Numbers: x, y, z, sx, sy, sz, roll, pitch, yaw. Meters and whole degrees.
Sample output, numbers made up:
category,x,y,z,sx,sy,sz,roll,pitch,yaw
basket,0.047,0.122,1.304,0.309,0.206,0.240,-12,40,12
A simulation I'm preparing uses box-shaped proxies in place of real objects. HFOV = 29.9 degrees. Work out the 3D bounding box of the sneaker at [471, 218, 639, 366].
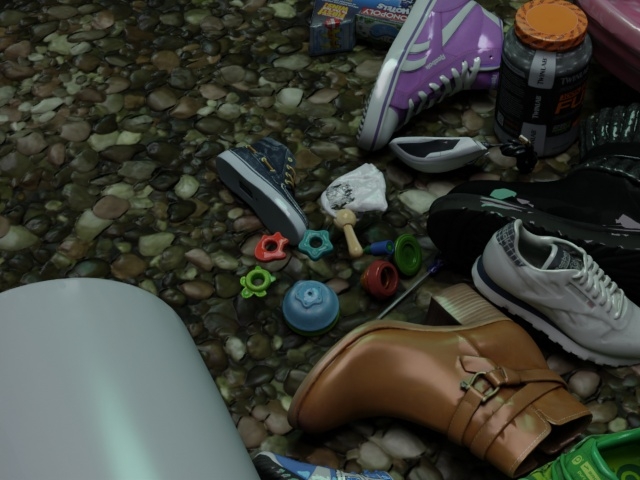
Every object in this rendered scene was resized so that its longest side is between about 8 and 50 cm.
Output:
category,x,y,z,sx,sy,sz,roll,pitch,yaw
sneaker,0.290,0.061,1.353,0.235,0.095,0.090,26,42,-6

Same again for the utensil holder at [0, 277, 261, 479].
category,x,y,z,sx,sy,sz,roll,pitch,yaw
utensil holder,-0.196,0.271,1.051,0.327,0.328,0.385,-17,46,-14

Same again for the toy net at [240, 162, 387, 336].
category,x,y,z,sx,sy,sz,roll,pitch,yaw
toy net,0.000,0.000,1.452,0.122,0.045,0.232,22,62,15

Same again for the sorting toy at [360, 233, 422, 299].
category,x,y,z,sx,sy,sz,roll,pitch,yaw
sorting toy,0.078,0.029,1.457,0.042,0.061,0.102,-8,26,44

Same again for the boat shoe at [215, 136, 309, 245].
category,x,y,z,sx,sy,sz,roll,pitch,yaw
boat shoe,-0.053,-0.071,1.537,0.083,0.065,0.183,-28,52,-24

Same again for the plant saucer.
category,x,y,z,sx,sy,sz,roll,pitch,yaw
plant saucer,0.477,-0.255,1.616,0.332,0.084,0.332,21,30,-13

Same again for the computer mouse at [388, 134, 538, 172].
category,x,y,z,sx,sy,sz,roll,pitch,yaw
computer mouse,0.184,-0.109,1.568,0.193,0.106,0.042,1,85,15

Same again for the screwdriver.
category,x,y,z,sx,sy,sz,roll,pitch,yaw
screwdriver,0.123,0.049,1.458,0.024,0.025,0.170,34,65,28

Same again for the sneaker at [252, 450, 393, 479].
category,x,y,z,sx,sy,sz,roll,pitch,yaw
sneaker,0.026,0.269,1.216,0.211,0.080,0.081,27,46,12

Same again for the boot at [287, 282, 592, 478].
category,x,y,z,sx,sy,sz,roll,pitch,yaw
boot,0.129,0.182,1.284,0.283,0.109,0.220,-23,54,-29

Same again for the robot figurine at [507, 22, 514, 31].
category,x,y,z,sx,sy,sz,roll,pitch,yaw
robot figurine,0.295,-0.273,1.718,0.101,0.067,0.115,-13,40,31

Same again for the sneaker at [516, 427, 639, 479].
category,x,y,z,sx,sy,sz,roll,pitch,yaw
sneaker,0.241,0.252,1.185,0.295,0.123,0.109,-24,52,-19

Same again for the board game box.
category,x,y,z,sx,sy,sz,roll,pitch,yaw
board game box,0.065,-0.343,1.794,0.194,0.060,0.194,16,51,14

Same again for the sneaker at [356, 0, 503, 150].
category,x,y,z,sx,sy,sz,roll,pitch,yaw
sneaker,0.163,-0.220,1.639,0.161,0.102,0.282,27,69,2

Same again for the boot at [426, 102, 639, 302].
category,x,y,z,sx,sy,sz,roll,pitch,yaw
boot,0.313,-0.068,1.478,0.347,0.131,0.260,12,53,0

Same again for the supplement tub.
category,x,y,z,sx,sy,sz,roll,pitch,yaw
supplement tub,0.292,-0.214,1.578,0.117,0.190,0.117,-1,47,1
